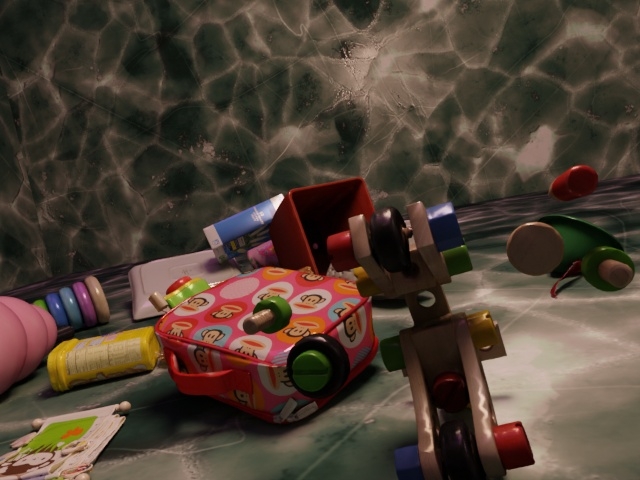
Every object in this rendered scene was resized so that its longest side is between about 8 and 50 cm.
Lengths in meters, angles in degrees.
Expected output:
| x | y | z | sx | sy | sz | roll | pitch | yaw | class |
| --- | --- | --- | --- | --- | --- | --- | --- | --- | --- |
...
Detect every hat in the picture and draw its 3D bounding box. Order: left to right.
| x | y | z | sx | sy | sz | roll | pitch | yaw | class |
| --- | --- | --- | --- | --- | --- | --- | --- | --- | --- |
| 0.493 | 0.063 | 1.045 | 0.208 | 0.184 | 0.173 | 34 | -11 | -30 | hat |

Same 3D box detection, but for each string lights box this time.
| x | y | z | sx | sy | sz | roll | pitch | yaw | class |
| --- | --- | --- | --- | --- | --- | --- | --- | --- | --- |
| -0.215 | -0.035 | 1.556 | 0.259 | 0.077 | 0.133 | -26 | -19 | -11 | string lights box |

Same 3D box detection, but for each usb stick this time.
| x | y | z | sx | sy | sz | roll | pitch | yaw | class |
| --- | --- | --- | --- | --- | --- | --- | --- | --- | --- |
| -0.707 | 0.261 | 1.192 | 0.077 | 0.045 | 0.278 | -15 | 4 | 24 | usb stick |

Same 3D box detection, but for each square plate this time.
| x | y | z | sx | sy | sz | roll | pitch | yaw | class |
| --- | --- | --- | --- | --- | --- | --- | --- | --- | --- |
| -0.409 | 0.112 | 1.567 | 0.343 | 0.049 | 0.347 | -12 | 24 | -19 | square plate |

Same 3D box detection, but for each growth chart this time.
| x | y | z | sx | sy | sz | roll | pitch | yaw | class |
| --- | --- | --- | --- | --- | --- | --- | --- | --- | --- |
| -0.341 | 0.267 | 0.644 | 0.171 | 0.021 | 0.237 | -12 | 6 | -6 | growth chart |

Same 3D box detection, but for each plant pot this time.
| x | y | z | sx | sy | sz | roll | pitch | yaw | class |
| --- | --- | --- | --- | --- | --- | --- | --- | --- | --- |
| 0.000 | 0.000 | 1.465 | 0.267 | 0.267 | 0.235 | -15 | -7 | -37 | plant pot |

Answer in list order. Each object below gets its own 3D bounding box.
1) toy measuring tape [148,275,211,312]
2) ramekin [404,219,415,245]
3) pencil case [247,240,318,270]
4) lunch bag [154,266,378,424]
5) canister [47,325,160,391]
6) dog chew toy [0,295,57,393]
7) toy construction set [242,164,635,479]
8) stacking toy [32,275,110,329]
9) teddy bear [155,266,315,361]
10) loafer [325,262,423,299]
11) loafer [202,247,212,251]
| x | y | z | sx | sy | sz | roll | pitch | yaw | class |
| --- | --- | --- | --- | --- | --- | --- | --- | --- | --- |
| -0.299 | 0.127 | 1.144 | 0.121 | 0.121 | 0.330 | -12 | -12 | -9 | toy measuring tape |
| 0.244 | 0.005 | 1.574 | 0.207 | 0.109 | 0.207 | -11 | 7 | 1 | ramekin |
| -0.112 | 0.048 | 1.769 | 0.284 | 0.124 | 0.124 | -8 | 7 | 27 | pencil case |
| -0.090 | 0.141 | 0.729 | 0.293 | 0.120 | 0.258 | 6 | 24 | 39 | lunch bag |
| -0.396 | 0.215 | 0.951 | 0.169 | 0.073 | 0.126 | -10 | 6 | -9 | canister |
| -0.636 | 0.200 | 0.989 | 0.206 | 0.207 | 0.332 | -11 | -2 | 1 | dog chew toy |
| 0.142 | 0.060 | 0.513 | 0.309 | 0.257 | 0.237 | -45 | -12 | 16 | toy construction set |
| -0.755 | 0.211 | 1.372 | 0.330 | 0.141 | 0.141 | -20 | 10 | -30 | stacking toy |
| -0.157 | 0.159 | 1.004 | 0.337 | 0.113 | 0.245 | -21 | 2 | -17 | teddy bear |
| 0.118 | 0.088 | 1.163 | 0.111 | 0.112 | 0.319 | 26 | -12 | -26 | loafer |
| -0.402 | 0.125 | 1.748 | 0.109 | 0.095 | 0.302 | 14 | 23 | 2 | loafer |
